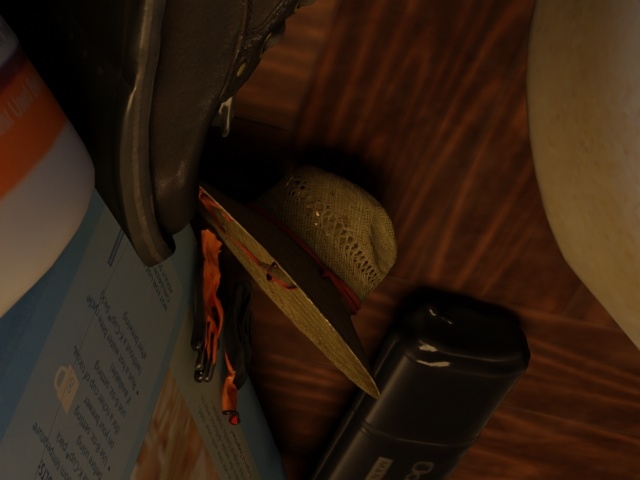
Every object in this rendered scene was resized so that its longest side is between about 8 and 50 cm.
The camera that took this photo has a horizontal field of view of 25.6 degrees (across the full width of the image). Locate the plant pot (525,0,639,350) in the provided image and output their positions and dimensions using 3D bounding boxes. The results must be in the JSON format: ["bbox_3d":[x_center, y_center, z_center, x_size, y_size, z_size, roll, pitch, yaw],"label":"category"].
[{"bbox_3d":[0.227,-0.049,0.367,0.334,0.334,0.305,31,168,-26],"label":"plant pot"}]

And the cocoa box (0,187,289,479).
[{"bbox_3d":[-0.169,0.124,0.669,0.228,0.231,0.347,1,137,17],"label":"cocoa box"}]

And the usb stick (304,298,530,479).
[{"bbox_3d":[0.036,0.129,0.809,0.077,0.045,0.278,9,138,-15],"label":"usb stick"}]

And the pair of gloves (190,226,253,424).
[{"bbox_3d":[-0.045,0.041,0.669,0.010,0.074,0.083,-3,153,12],"label":"pair of gloves"}]

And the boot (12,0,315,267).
[{"bbox_3d":[0.016,-0.110,0.462,0.229,0.091,0.263,-25,153,-19],"label":"boot"}]

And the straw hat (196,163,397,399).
[{"bbox_3d":[0.000,0.000,0.651,0.061,0.144,0.144,-43,130,-8],"label":"straw hat"}]

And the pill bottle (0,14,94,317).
[{"bbox_3d":[-0.254,-0.116,0.369,0.224,0.224,0.392,-22,109,27],"label":"pill bottle"}]

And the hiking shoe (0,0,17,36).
[{"bbox_3d":[-0.125,-0.168,0.479,0.132,0.113,0.304,35,146,13],"label":"hiking shoe"}]
